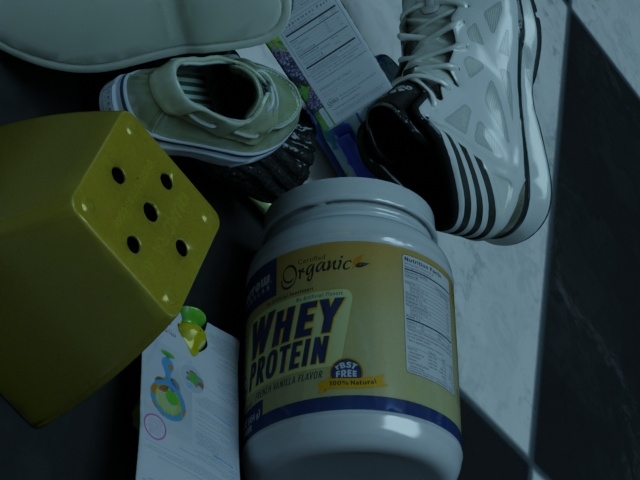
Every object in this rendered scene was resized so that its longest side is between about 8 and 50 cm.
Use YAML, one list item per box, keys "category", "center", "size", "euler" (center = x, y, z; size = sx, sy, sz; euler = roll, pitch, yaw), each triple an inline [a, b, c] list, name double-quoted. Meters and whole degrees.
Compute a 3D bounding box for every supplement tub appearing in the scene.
- category: "supplement tub"
  center: [0.032, 0.114, 1.643]
  size: [0.228, 0.228, 0.316]
  euler: [33, 46, -42]

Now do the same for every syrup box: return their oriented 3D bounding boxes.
- category: "syrup box"
  center: [-0.023, -0.244, 1.673]
  size: [0.237, 0.096, 0.093]
  euler: [54, 6, -37]

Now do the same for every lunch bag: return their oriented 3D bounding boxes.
- category: "lunch bag"
  center: [0.080, -0.118, 1.982]
  size: [0.219, 0.090, 0.176]
  euler: [59, 33, -14]

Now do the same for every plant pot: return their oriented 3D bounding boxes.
- category: "plant pot"
  center: [-0.219, 0.004, 1.386]
  size: [0.212, 0.187, 0.212]
  euler: [50, 36, -24]

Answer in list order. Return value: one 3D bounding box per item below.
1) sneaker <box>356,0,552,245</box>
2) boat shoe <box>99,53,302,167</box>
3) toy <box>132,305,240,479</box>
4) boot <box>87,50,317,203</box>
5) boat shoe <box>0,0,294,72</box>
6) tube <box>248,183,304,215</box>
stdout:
- category: "sneaker"
  center: [0.152, -0.218, 1.905]
  size: [0.257, 0.169, 0.447]
  euler: [3, 73, -56]
- category: "boat shoe"
  center: [-0.091, -0.131, 1.513]
  size: [0.302, 0.094, 0.109]
  euler: [-15, 88, -60]
- category: "toy"
  center: [-0.141, 0.172, 1.519]
  size: [0.137, 0.056, 0.237]
  euler: [35, 40, -35]
- category: "boot"
  center: [-0.136, -0.220, 1.694]
  size: [0.260, 0.131, 0.348]
  euler: [14, 65, -49]
- category: "boat shoe"
  center: [-0.184, -0.238, 1.520]
  size: [0.099, 0.319, 0.116]
  euler: [-82, 170, -61]
- category: "tube"
  center: [0.000, 0.000, 1.829]
  size: [0.240, 0.062, 0.070]
  euler: [49, -4, -19]
